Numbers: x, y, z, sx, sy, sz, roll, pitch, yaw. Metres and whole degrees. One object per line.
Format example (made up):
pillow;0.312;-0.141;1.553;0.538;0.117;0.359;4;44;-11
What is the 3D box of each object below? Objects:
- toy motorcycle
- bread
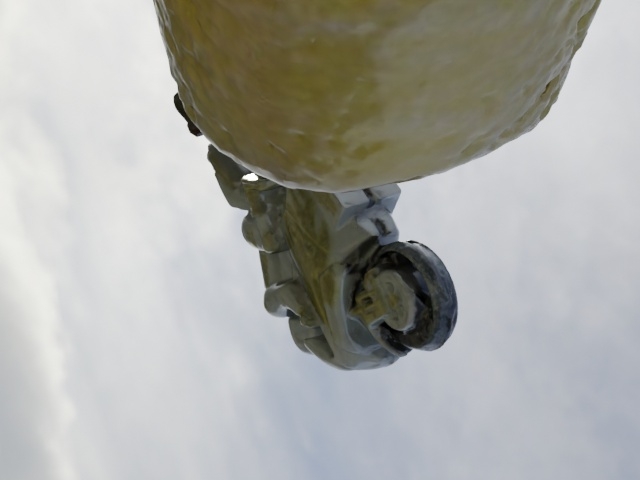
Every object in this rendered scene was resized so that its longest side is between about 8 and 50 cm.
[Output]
toy motorcycle;0.000;0.000;0.818;0.229;0.074;0.151;51;-36;31
bread;0.019;-0.126;0.515;0.197;0.197;0.170;57;-23;34
